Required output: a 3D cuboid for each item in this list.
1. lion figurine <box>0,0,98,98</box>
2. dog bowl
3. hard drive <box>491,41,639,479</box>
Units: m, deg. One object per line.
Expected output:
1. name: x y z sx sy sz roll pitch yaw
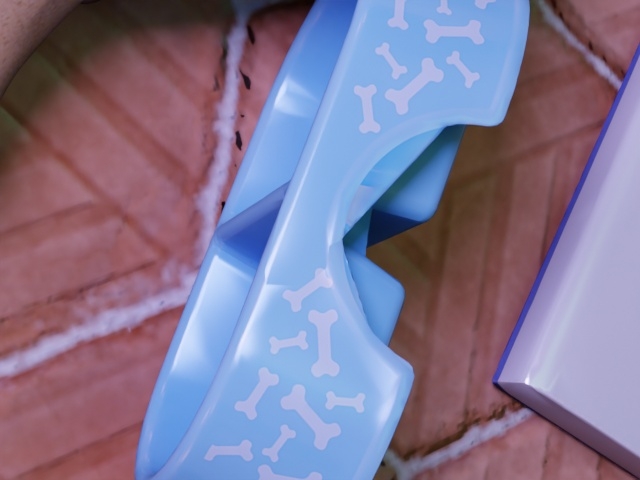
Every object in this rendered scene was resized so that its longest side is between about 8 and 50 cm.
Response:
1. lion figurine: -0.144 -0.121 0.652 0.392 0.142 0.240 -45 114 -1
2. dog bowl: 0.000 0.000 0.708 0.074 0.166 0.297 24 75 -13
3. hard drive: 0.243 -0.010 0.903 0.210 0.040 0.318 33 71 -22
